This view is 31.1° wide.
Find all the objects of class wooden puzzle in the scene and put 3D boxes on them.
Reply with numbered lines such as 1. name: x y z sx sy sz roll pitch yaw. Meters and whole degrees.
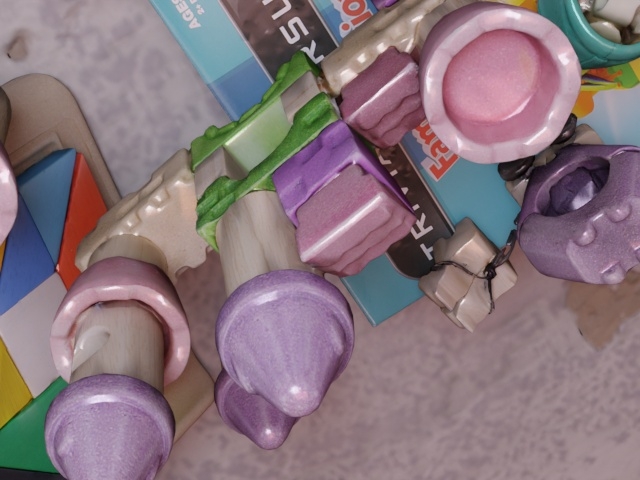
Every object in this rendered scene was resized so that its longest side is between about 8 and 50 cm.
1. wooden puzzle: -0.166 0.051 0.639 0.044 0.221 0.238 -9 115 40

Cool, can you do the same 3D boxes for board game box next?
1. board game box: 0.102 -0.144 0.667 0.336 0.079 0.253 -33 111 5

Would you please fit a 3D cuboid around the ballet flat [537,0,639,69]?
1. ballet flat: 0.180 -0.199 0.567 0.083 0.087 0.247 14 107 -11

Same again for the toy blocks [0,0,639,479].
1. toy blocks: 0.000 0.000 0.513 0.288 0.260 0.309 -39 116 10
